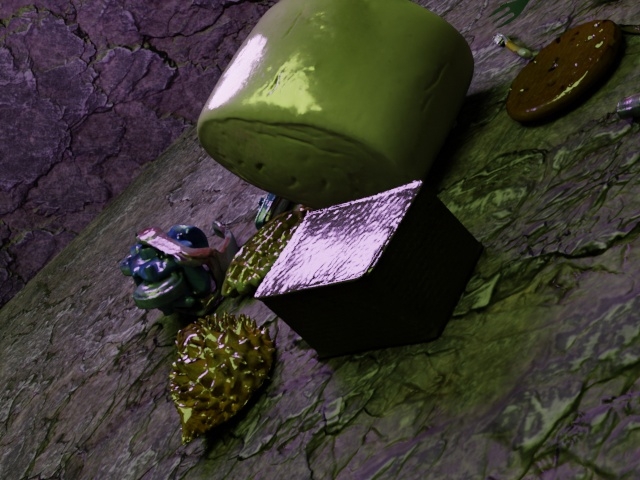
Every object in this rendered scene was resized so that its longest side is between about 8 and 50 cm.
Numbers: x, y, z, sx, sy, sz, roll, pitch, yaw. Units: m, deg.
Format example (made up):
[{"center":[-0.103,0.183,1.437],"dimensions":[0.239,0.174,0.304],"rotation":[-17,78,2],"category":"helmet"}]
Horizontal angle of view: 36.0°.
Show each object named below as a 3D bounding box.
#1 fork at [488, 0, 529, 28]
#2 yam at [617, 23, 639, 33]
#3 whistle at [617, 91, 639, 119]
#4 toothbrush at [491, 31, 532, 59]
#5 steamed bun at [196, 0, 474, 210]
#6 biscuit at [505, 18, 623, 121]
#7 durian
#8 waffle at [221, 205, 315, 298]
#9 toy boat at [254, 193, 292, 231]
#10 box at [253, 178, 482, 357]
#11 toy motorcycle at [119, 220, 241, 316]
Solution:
[{"center":[0.423,-0.488,1.872],"dimensions":[0.235,0.039,0.021],"rotation":[-38,25,10],"category":"fork"},{"center":[0.469,-0.316,1.471],"dimensions":[0.014,0.014,0.107],"rotation":[-45,19,2],"category":"yam"},{"center":[0.445,-0.181,1.233],"dimensions":[0.033,0.033,0.176],"rotation":[-54,21,-24],"category":"whistle"},{"center":[0.333,-0.339,1.726],"dimensions":[0.024,0.021,0.288],"rotation":[-52,10,15],"category":"toothbrush"},{"center":[0.007,-0.254,1.721],"dimensions":[0.456,0.290,0.371],"rotation":[8,55,36],"category":"steamed bun"},{"center":[0.373,-0.259,1.516],"dimensions":[0.212,0.036,0.212],"rotation":[-39,21,18],"category":"biscuit"},{"center":[-0.175,0.185,1.619],"dimensions":[0.191,0.112,0.341],"rotation":[-44,18,9],"category":"durian"},{"center":[-0.103,0.018,1.884],"dimensions":[0.223,0.054,0.204],"rotation":[-33,24,28],"category":"waffle"},{"center":[-0.100,-0.072,2.042],"dimensions":[0.061,0.060,0.137],"rotation":[1,50,35],"category":"toy boat"},{"center":[0.063,0.046,1.379],"dimensions":[0.273,0.143,0.184],"rotation":[-16,34,52],"category":"box"},{"center":[-0.285,0.062,2.055],"dimensions":[0.319,0.241,0.181],"rotation":[-135,50,-64],"category":"toy motorcycle"}]
